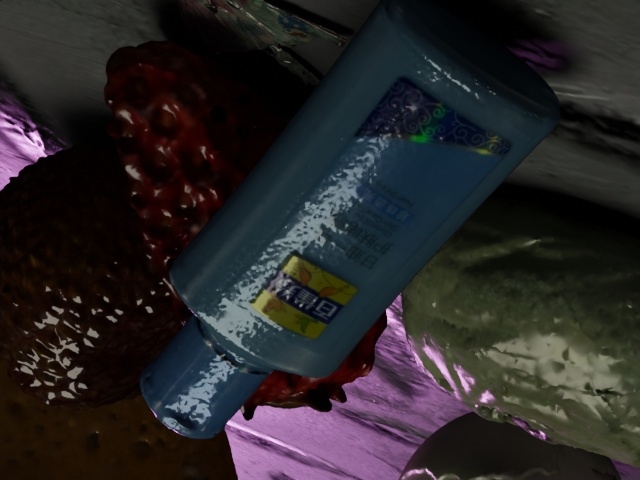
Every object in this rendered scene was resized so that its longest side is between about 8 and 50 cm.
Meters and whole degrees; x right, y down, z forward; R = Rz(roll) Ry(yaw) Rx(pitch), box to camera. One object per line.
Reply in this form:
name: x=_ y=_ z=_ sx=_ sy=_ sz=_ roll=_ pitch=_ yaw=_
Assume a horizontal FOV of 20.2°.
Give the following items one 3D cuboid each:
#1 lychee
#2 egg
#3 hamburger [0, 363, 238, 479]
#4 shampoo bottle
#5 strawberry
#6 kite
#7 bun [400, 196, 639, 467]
lychee: x=-0.139 y=0.023 z=1.217 sx=0.194 sy=0.194 sz=0.194 roll=23 pitch=162 yaw=8
egg: x=0.141 y=0.211 z=1.349 sx=0.183 sy=0.183 sz=0.217 roll=19 pitch=158 yaw=20
hamburger: x=-0.246 y=0.101 z=1.393 sx=0.445 sy=0.287 sz=0.268 roll=25 pitch=163 yaw=-8
shampoo bottle: x=0.000 y=0.000 z=0.885 sx=0.104 sy=0.061 sz=0.258 roll=31 pitch=118 yaw=-18
strawberry: x=-0.026 y=-0.019 z=1.014 sx=0.111 sy=0.190 sz=0.236 roll=-17 pitch=119 yaw=19
kite: x=-0.029 y=-0.107 z=0.968 sx=0.156 sy=0.011 sz=0.139 roll=39 pitch=162 yaw=-31
bun: x=0.147 y=0.065 z=1.043 sx=0.221 sy=0.108 sz=0.221 roll=23 pitch=161 yaw=8
